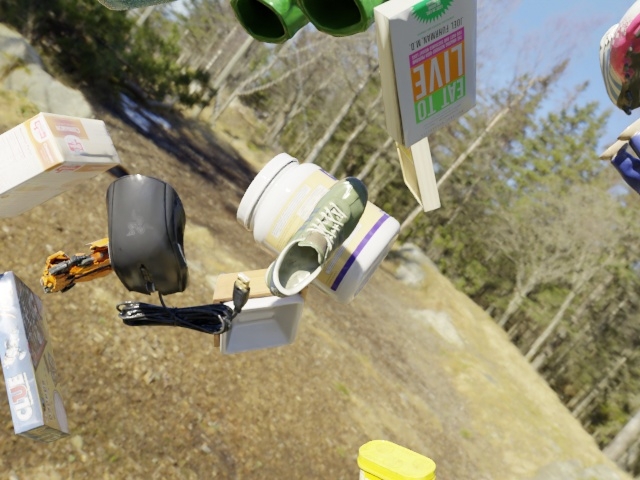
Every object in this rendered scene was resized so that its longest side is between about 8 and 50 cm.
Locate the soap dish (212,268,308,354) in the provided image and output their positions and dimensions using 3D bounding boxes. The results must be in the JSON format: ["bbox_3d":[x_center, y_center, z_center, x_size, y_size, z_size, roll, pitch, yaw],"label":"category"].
[{"bbox_3d":[-0.163,0.179,1.689,0.291,0.228,0.118,104,-24,-57],"label":"soap dish"}]

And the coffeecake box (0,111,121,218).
[{"bbox_3d":[-0.381,-0.092,0.860,0.068,0.185,0.142,66,13,-1],"label":"coffeecake box"}]

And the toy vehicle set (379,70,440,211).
[{"bbox_3d":[0.184,-0.210,1.362,0.166,0.035,0.267,-108,-179,-61],"label":"toy vehicle set"}]

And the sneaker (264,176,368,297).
[{"bbox_3d":[0.000,0.000,0.856,0.064,0.192,0.086,40,1,-8],"label":"sneaker"}]

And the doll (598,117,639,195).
[{"bbox_3d":[0.386,-0.044,0.691,0.189,0.046,0.129,51,-26,15],"label":"doll"}]

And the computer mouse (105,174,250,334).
[{"bbox_3d":[-0.180,0.039,0.840,0.183,0.262,0.060,6,41,-5],"label":"computer mouse"}]

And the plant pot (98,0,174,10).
[{"bbox_3d":[-0.220,-0.396,0.806,0.290,0.290,0.196,-128,-156,-61],"label":"plant pot"}]

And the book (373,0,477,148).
[{"bbox_3d":[0.103,-0.169,0.621,0.035,0.096,0.144,51,-16,40],"label":"book"}]

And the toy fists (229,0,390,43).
[{"bbox_3d":[0.008,-0.303,0.732,0.279,0.142,0.096,17,-30,55],"label":"toy fists"}]

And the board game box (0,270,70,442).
[{"bbox_3d":[-0.460,0.189,1.044,0.165,0.042,0.243,107,-35,-67],"label":"board game box"}]

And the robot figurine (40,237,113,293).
[{"bbox_3d":[-0.698,0.068,1.974,0.291,0.211,0.085,-21,74,-37],"label":"robot figurine"}]

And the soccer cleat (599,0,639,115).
[{"bbox_3d":[0.563,-0.359,1.211,0.331,0.116,0.143,48,20,-63],"label":"soccer cleat"}]

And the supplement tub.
[{"bbox_3d":[-0.006,-0.031,1.561,0.331,0.241,0.241,36,6,9],"label":"supplement tub"}]

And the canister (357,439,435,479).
[{"bbox_3d":[0.116,0.424,1.052,0.126,0.170,0.073,12,14,40],"label":"canister"}]
